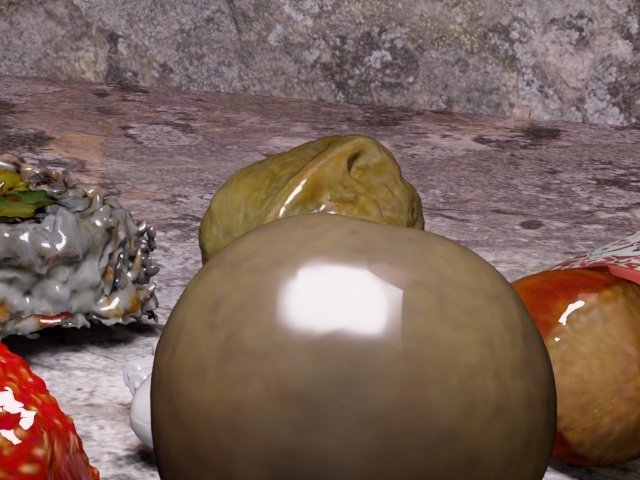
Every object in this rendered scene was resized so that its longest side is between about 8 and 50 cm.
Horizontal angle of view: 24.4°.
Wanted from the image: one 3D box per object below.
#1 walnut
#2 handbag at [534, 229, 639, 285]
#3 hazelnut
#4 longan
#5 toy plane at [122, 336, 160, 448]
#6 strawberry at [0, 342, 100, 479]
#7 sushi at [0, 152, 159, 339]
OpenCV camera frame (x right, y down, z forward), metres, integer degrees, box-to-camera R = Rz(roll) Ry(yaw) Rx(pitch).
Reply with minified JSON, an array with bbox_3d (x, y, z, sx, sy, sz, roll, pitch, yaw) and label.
[{"bbox_3d":[0.000,0.000,1.648,0.227,0.283,0.283,38,28,19],"label":"walnut"},{"bbox_3d":[0.355,0.067,1.654,0.171,0.151,0.298,-10,16,-27],"label":"handbag"},{"bbox_3d":[0.247,0.128,1.375,0.210,0.210,0.186,4,38,0],"label":"hazelnut"},{"bbox_3d":[0.024,0.123,1.085,0.318,0.319,0.319,3,15,-1],"label":"longan"},{"bbox_3d":[-0.072,0.132,1.368,0.244,0.117,0.245,5,16,-1],"label":"toy plane"},{"bbox_3d":[-0.266,0.151,0.946,0.288,0.239,0.250,-9,-8,37],"label":"strawberry"},{"bbox_3d":[-0.374,0.011,1.628,0.417,0.176,0.417,3,15,-1],"label":"sushi"}]
